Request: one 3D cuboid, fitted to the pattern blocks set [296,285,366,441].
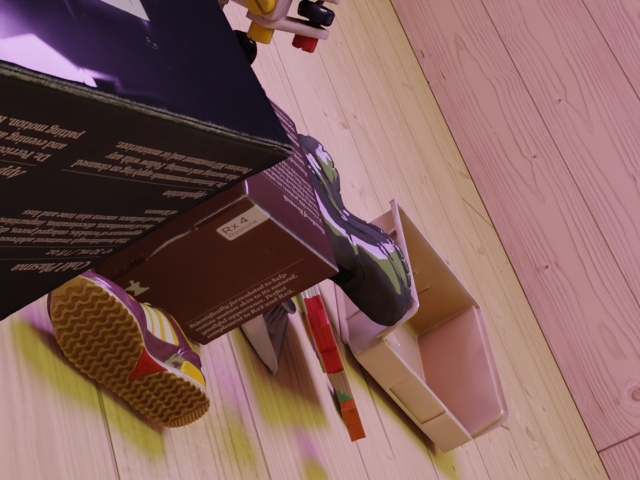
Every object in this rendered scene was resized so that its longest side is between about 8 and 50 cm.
[{"bbox_3d":[-0.004,0.088,1.211,0.325,0.026,0.285,73,-1,-53],"label":"pattern blocks set"}]

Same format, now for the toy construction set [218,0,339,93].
[{"bbox_3d":[-0.093,-0.376,1.457,0.257,0.309,0.237,55,21,9],"label":"toy construction set"}]

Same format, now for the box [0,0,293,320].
[{"bbox_3d":[-0.236,-0.054,0.468,0.179,0.312,0.343,63,17,11],"label":"box"}]

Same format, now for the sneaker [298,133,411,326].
[{"bbox_3d":[0.000,0.000,1.393,0.130,0.109,0.286,-28,75,-44],"label":"sneaker"}]

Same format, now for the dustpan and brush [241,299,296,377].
[{"bbox_3d":[-0.078,0.029,1.206,0.211,0.060,0.147,54,18,-19],"label":"dustpan and brush"}]

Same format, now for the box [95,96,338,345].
[{"bbox_3d":[-0.112,-0.043,1.041,0.167,0.168,0.203,39,28,-51],"label":"box"}]

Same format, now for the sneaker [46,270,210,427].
[{"bbox_3d":[-0.162,0.078,0.899,0.185,0.069,0.084,55,8,-36],"label":"sneaker"}]

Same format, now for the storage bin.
[{"bbox_3d":[0.141,0.127,1.564,0.262,0.123,0.260,49,20,-33],"label":"storage bin"}]
